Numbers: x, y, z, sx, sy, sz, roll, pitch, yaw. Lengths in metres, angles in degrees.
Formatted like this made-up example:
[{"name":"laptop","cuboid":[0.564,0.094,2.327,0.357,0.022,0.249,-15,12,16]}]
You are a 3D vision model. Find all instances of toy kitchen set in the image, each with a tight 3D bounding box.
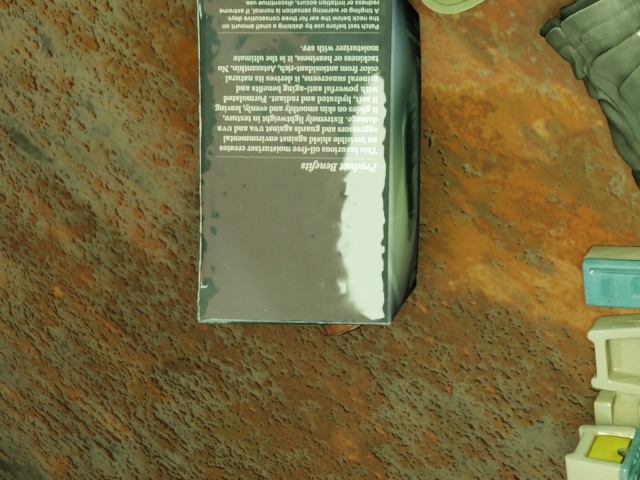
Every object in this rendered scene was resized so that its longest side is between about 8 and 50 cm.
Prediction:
[{"name":"toy kitchen set","cuboid":[0.318,0.132,1.350,0.122,0.166,0.207,1,114,26]}]

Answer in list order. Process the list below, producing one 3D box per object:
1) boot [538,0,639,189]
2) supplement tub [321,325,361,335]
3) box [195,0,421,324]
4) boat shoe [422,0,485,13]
[{"name":"boot","cuboid":[0.309,-0.142,1.164,0.222,0.118,0.338,54,164,-8]},{"name":"supplement tub","cuboid":[0.000,0.000,1.486,0.106,0.106,0.198,-29,97,34]},{"name":"box","cuboid":[0.000,-0.082,1.273,0.183,0.296,0.294,2,95,8]},{"name":"boat shoe","cuboid":[0.227,-0.303,1.231,0.302,0.103,0.113,-18,102,25]}]
